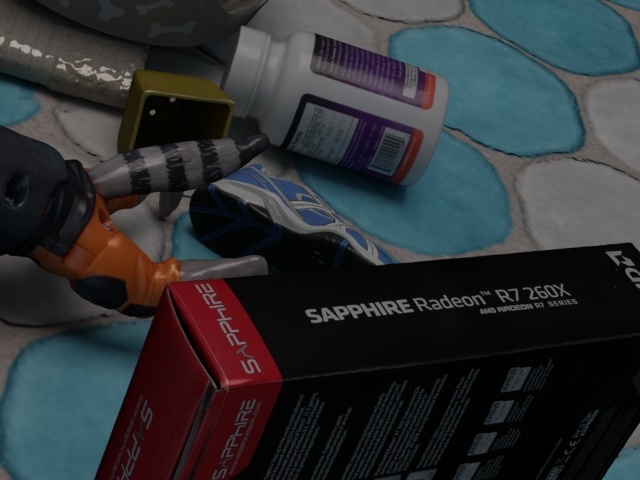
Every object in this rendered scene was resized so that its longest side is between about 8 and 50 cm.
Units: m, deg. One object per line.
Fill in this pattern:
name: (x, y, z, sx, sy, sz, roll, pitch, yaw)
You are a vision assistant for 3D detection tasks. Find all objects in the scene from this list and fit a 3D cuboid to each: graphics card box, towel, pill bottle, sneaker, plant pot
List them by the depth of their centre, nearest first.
graphics card box: (0.044, 0.122, 1.024, 0.371, 0.232, 0.094, -4, 43, -32)
sneaker: (0.000, 0.000, 1.288, 0.211, 0.080, 0.081, 33, 39, 11)
plant pot: (-0.130, -0.105, 1.356, 0.082, 0.081, 0.083, 5, 29, -23)
pill bottle: (0.008, -0.126, 1.433, 0.194, 0.108, 0.108, 18, 36, -9)
towel: (-0.240, -0.228, 1.478, 0.187, 0.049, 0.282, 15, 36, -11)

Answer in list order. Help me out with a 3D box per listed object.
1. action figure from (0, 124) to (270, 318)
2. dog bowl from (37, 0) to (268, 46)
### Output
action figure: (-0.222, -0.057, 1.164, 0.330, 0.178, 0.341, 9, 39, -35)
dog bowl: (-0.180, -0.316, 1.486, 0.349, 0.102, 0.348, 20, 38, -17)
